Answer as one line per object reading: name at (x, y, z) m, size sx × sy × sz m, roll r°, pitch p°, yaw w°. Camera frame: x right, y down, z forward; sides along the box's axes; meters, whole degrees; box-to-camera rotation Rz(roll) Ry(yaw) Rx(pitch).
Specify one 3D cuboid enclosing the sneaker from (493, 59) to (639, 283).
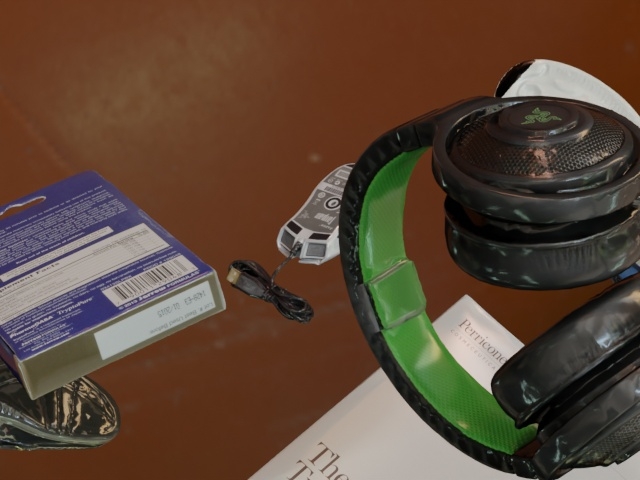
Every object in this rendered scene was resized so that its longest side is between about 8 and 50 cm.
sneaker at (0.294, -0.024, 1.865) m, size 0.323 × 0.130 × 0.236 m, roll 42°, pitch 170°, yaw 11°

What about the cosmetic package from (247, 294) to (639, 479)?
cosmetic package at (0.153, 0.265, 1.576) m, size 0.377 × 0.284 × 0.097 m, roll 42°, pitch 158°, yaw 25°

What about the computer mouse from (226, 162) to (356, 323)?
computer mouse at (0.000, 0.000, 1.807) m, size 0.106 × 0.193 × 0.042 m, roll 21°, pitch 145°, yaw 37°

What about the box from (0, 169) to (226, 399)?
box at (-0.169, 0.022, 1.248) m, size 0.136 × 0.225 × 0.036 m, roll -25°, pitch 120°, yaw -17°

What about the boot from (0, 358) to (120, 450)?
boot at (-0.333, 0.192, 1.848) m, size 0.236 × 0.085 × 0.178 m, roll 12°, pitch 138°, yaw -23°

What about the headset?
headset at (0.175, 0.018, 1.149) m, size 0.394 × 0.185 × 0.243 m, roll -4°, pitch 109°, yaw 54°
